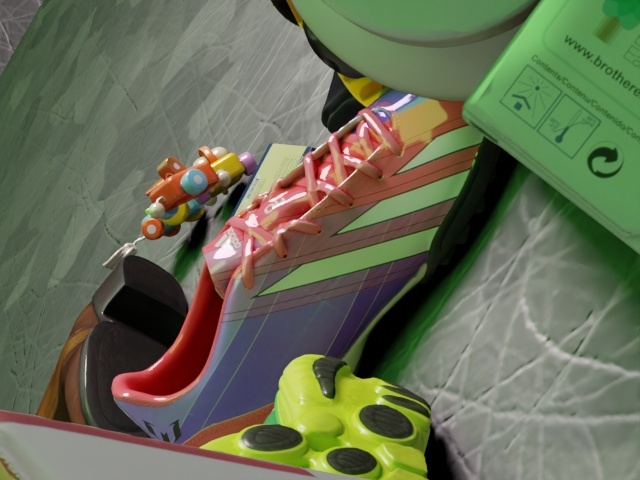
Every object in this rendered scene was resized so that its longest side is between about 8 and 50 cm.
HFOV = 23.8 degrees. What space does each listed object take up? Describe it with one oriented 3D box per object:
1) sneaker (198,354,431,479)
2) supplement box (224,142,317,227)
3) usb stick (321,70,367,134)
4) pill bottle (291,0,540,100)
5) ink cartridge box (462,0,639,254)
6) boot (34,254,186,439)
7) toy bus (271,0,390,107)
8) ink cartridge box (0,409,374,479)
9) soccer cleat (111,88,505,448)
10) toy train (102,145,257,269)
[{"bbox_3d":[-0.006,0.142,0.706,0.295,0.109,0.123,-32,-40,-76],"label":"sneaker"},{"bbox_3d":[-0.017,-0.017,1.042,0.083,0.056,0.083,-62,22,-5],"label":"supplement box"},{"bbox_3d":[0.058,-0.193,1.116,0.077,0.045,0.278,-40,29,55],"label":"usb stick"},{"bbox_3d":[0.071,-0.148,0.707,0.169,0.169,0.301,-56,-7,10],"label":"pill bottle"},{"bbox_3d":[0.213,-0.112,0.513,0.311,0.186,0.065,-55,-22,17],"label":"ink cartridge box"},{"bbox_3d":[-0.210,0.172,1.177,0.280,0.096,0.264,-54,23,17],"label":"boot"},{"bbox_3d":[0.052,-0.224,0.945,0.211,0.220,0.149,-30,28,0],"label":"toy bus"},{"bbox_3d":[-0.068,0.265,0.460,0.160,0.279,0.384,38,99,34],"label":"ink cartridge box"},{"bbox_3d":[0.000,0.000,0.901,0.318,0.116,0.108,-57,21,8],"label":"soccer cleat"},{"bbox_3d":[-0.122,-0.038,1.236,0.125,0.046,0.166,-30,-4,-39],"label":"toy train"}]
